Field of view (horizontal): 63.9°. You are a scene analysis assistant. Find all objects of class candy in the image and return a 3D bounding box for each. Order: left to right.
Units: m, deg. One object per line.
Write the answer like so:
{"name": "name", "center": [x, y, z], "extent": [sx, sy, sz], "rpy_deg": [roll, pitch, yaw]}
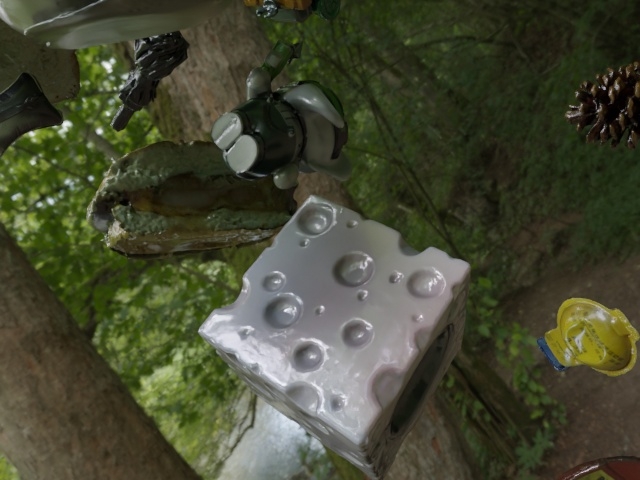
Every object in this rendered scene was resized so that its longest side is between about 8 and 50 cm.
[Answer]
{"name": "candy", "center": [-0.181, -0.286, 0.471], "extent": [0.295, 0.185, 0.295], "rpy_deg": [-12, 22, 5]}

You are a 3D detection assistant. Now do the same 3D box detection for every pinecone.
{"name": "pinecone", "center": [0.613, -0.269, 1.038], "extent": [0.212, 0.185, 0.168], "rpy_deg": [23, 90, 49]}

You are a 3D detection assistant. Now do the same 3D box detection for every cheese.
{"name": "cheese", "center": [0.549, 0.210, 1.075], "extent": [0.069, 0.177, 0.270], "rpy_deg": [-25, -18, -23]}

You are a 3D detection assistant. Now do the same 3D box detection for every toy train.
{"name": "toy train", "center": [-0.027, -0.653, 1.136], "extent": [0.178, 0.249, 0.429], "rpy_deg": [18, 60, 29]}

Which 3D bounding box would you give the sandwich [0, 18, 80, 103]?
{"name": "sandwich", "center": [-0.516, -0.324, 0.864], "extent": [0.226, 0.087, 0.251], "rpy_deg": [-20, -17, -32]}

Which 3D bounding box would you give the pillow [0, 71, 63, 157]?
{"name": "pillow", "center": [-0.499, -0.203, 0.831], "extent": [0.136, 0.055, 0.091], "rpy_deg": [-41, -37, -24]}

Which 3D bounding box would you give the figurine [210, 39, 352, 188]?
{"name": "figurine", "center": [-0.030, -0.119, 0.551], "extent": [0.126, 0.147, 0.192], "rpy_deg": [-45, -10, 32]}

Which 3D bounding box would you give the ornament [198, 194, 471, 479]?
{"name": "ornament", "center": [0.035, 0.131, 0.687], "extent": [0.240, 0.240, 0.239], "rpy_deg": [-52, -29, -22]}

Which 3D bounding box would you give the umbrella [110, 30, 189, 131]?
{"name": "umbrella", "center": [-0.442, -0.391, 1.272], "extent": [0.340, 0.118, 0.118], "rpy_deg": [-39, 0, 37]}

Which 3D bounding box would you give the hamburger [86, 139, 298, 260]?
{"name": "hamburger", "center": [-0.188, -0.049, 0.748], "extent": [0.309, 0.132, 0.211], "rpy_deg": [-7, -7, -38]}

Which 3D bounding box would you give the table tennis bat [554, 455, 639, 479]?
{"name": "table tennis bat", "center": [0.530, 0.460, 0.854], "extent": [0.414, 0.268, 0.051], "rpy_deg": [-54, -7, 11]}
